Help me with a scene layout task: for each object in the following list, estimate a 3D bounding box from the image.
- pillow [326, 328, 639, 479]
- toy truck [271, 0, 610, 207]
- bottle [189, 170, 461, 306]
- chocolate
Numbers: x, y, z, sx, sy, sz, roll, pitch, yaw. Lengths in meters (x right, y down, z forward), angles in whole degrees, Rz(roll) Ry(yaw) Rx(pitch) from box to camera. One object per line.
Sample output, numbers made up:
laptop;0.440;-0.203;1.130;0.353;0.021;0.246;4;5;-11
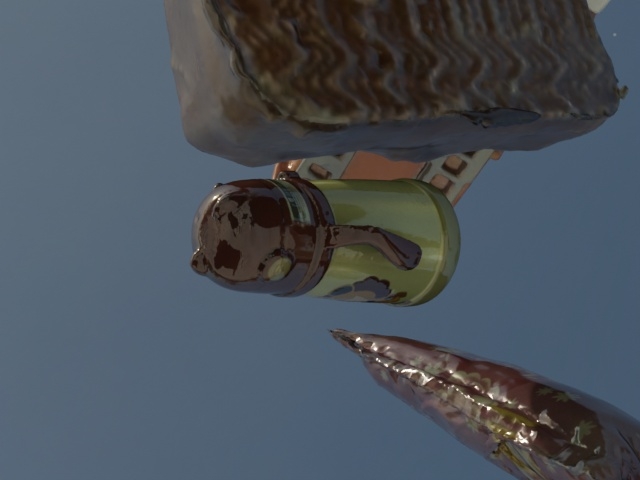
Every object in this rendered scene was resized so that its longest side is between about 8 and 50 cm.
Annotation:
pillow;0.086;0.075;0.488;0.118;0.185;0.043;30;-93;-33
toy truck;0.110;-0.169;0.867;0.173;0.207;0.388;28;-52;-6
bottle;-0.001;0.001;0.416;0.063;0.101;0.047;-39;-118;39
chocolate;0.023;-0.103;0.520;0.093;0.214;0.149;-27;-110;54
